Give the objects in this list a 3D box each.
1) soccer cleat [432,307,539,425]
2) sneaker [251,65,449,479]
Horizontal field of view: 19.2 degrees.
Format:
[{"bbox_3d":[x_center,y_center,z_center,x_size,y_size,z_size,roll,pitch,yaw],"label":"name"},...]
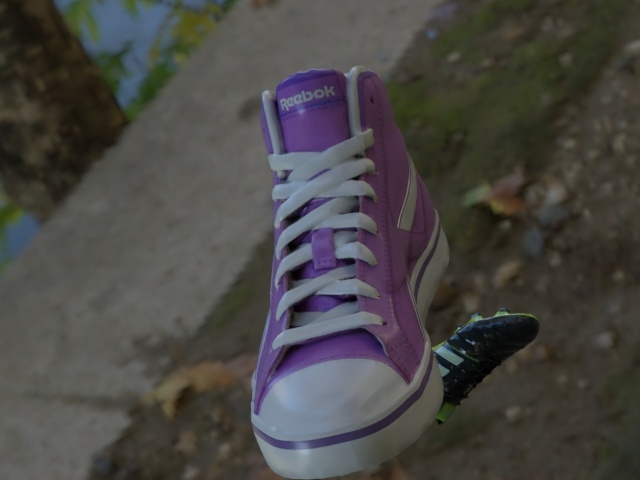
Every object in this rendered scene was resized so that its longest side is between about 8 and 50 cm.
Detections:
[{"bbox_3d":[0.115,0.116,1.632,0.179,0.060,0.072,-26,57,28],"label":"soccer cleat"},{"bbox_3d":[-0.001,0.000,1.011,0.102,0.161,0.282,-13,26,11],"label":"sneaker"}]
